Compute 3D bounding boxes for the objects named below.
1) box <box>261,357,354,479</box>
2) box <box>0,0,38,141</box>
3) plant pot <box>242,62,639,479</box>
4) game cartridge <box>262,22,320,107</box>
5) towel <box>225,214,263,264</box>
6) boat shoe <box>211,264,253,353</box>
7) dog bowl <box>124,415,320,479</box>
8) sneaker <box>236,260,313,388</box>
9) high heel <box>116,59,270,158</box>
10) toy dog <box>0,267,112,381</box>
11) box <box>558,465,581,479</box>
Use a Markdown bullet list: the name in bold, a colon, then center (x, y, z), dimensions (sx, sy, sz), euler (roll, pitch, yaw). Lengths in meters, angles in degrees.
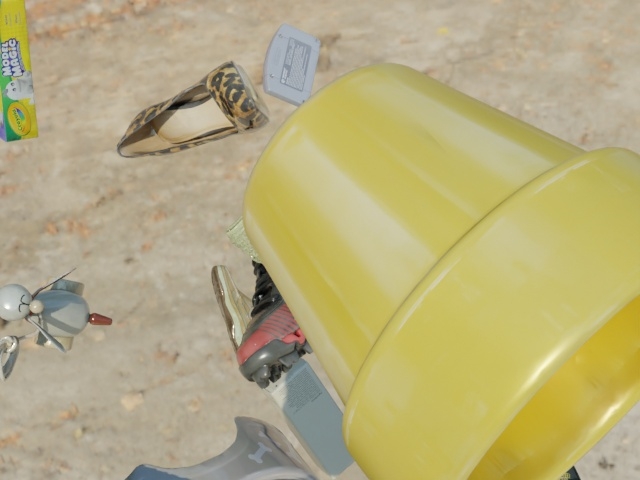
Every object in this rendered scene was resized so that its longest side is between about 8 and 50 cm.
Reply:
- **box**: center (-0.018, 0.390, 2.124), dimensions (0.113, 0.275, 0.094), euler (-38, 24, -17)
- **box**: center (-0.353, -0.207, 1.043), dimensions (0.043, 0.179, 0.105), euler (-15, 28, -35)
- **plant pot**: center (0.085, 0.018, 0.603), dimensions (0.254, 0.254, 0.239), euler (-28, 58, -26)
- **game cartridge**: center (-0.032, -0.184, 1.005), dimensions (0.017, 0.056, 0.083), euler (-22, 51, 56)
- **towel**: center (0.000, 0.000, 0.859), dimensions (0.110, 0.148, 0.027), euler (-44, 29, 24)
- **boat shoe**: center (-0.163, 0.133, 1.920), dimensions (0.072, 0.190, 0.068), euler (-19, 9, -14)
- **dog bowl**: center (-0.124, 0.394, 1.164), dimensions (0.348, 0.349, 0.102), euler (-33, 39, -31)
- **sneaker**: center (-0.035, 0.056, 1.080), dimensions (0.097, 0.135, 0.276), euler (-39, 5, 37)
- **high heel**: center (-0.162, -0.139, 1.173), dimensions (0.186, 0.093, 0.261), euler (-33, 18, -5)
- **toy dog**: center (-0.538, 0.155, 1.972), dimensions (0.160, 0.220, 0.334), euler (7, 13, 5)
- **box**: center (0.359, 0.459, 1.660), dimensions (0.220, 0.051, 0.175), euler (6, 30, -10)
